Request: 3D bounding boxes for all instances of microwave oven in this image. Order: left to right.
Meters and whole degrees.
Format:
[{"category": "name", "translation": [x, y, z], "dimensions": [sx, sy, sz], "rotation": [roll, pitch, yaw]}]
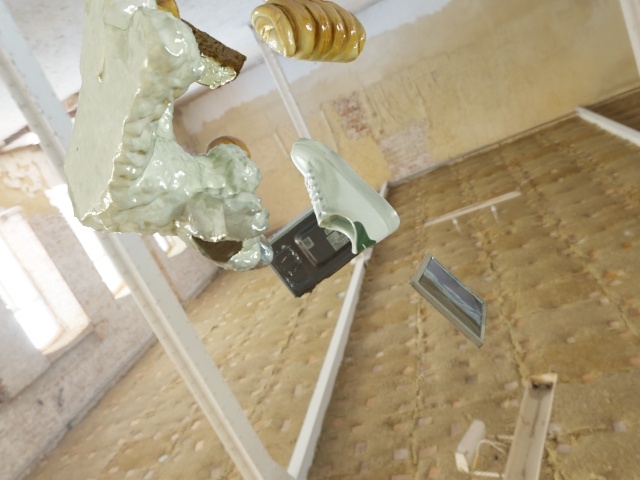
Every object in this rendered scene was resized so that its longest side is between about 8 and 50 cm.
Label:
[{"category": "microwave oven", "translation": [0.000, 0.000, 1.348], "dimensions": [0.295, 0.181, 0.237], "rotation": [-37, -172, -2]}]

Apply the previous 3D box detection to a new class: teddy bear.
[{"category": "teddy bear", "translation": [-0.155, -0.123, 0.709], "dimensions": [0.363, 0.327, 0.375], "rotation": [-1, 130, -44]}]

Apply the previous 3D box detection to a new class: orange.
[{"category": "orange", "translation": [-0.307, -0.274, 1.646], "dimensions": [0.157, 0.156, 0.134], "rotation": [-22, 177, 12]}]

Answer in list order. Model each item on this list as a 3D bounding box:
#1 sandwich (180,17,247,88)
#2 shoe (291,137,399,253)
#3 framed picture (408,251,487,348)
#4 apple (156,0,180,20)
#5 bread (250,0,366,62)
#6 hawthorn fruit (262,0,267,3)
[{"category": "sandwich", "translation": [-0.344, -0.502, 1.300], "dimensions": [0.226, 0.251, 0.086], "rotation": [2, -111, 61]}, {"category": "shoe", "translation": [0.019, -0.084, 0.918], "dimensions": [0.110, 0.265, 0.095], "rotation": [-43, 160, -17]}, {"category": "framed picture", "translation": [0.281, 0.121, 1.070], "dimensions": [0.023, 0.189, 0.260], "rotation": [-50, 172, 22]}, {"category": "apple", "translation": [-0.360, -0.468, 1.020], "dimensions": [0.147, 0.146, 0.146], "rotation": [-23, -166, 6]}, {"category": "bread", "translation": [-0.013, -0.519, 1.203], "dimensions": [0.311, 0.173, 0.121], "rotation": [-20, 149, -44]}, {"category": "hawthorn fruit", "translation": [-0.083, -0.801, 1.347], "dimensions": [0.285, 0.284, 0.369], "rotation": [-25, 176, -1]}]
